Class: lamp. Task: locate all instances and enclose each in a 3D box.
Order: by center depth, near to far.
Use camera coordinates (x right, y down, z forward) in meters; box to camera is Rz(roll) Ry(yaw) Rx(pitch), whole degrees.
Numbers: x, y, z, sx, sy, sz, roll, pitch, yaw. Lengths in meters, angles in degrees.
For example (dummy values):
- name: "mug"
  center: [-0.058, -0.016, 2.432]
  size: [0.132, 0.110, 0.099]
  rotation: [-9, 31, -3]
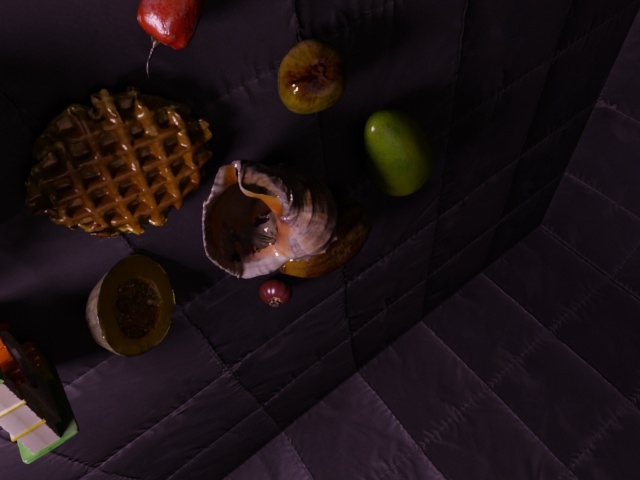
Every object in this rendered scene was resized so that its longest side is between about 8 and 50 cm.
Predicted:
- name: "lamp"
  center: [-0.135, 0.155, 1.426]
  size: [0.101, 0.090, 0.101]
  rotation: [2, 148, 1]

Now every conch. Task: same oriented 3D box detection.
- name: "conch"
  center: [-0.132, -0.066, 1.065]
  size: [0.297, 0.210, 0.352]
  rotation: [-43, 130, 1]

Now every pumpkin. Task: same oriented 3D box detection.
- name: "pumpkin"
  center: [-0.429, 0.148, 1.036]
  size: [0.110, 0.217, 0.217]
  rotation: [-11, 159, 23]

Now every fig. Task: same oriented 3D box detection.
- name: "fig"
  center: [-0.019, -0.320, 0.940]
  size: [0.153, 0.120, 0.136]
  rotation: [-36, 116, 25]

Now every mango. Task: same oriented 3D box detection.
- name: "mango"
  center: [0.200, -0.234, 1.277]
  size: [0.192, 0.156, 0.343]
  rotation: [-53, 146, -1]

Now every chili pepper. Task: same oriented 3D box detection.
- name: "chili pepper"
  center: [-0.229, -0.335, 0.715]
  size: [0.086, 0.084, 0.192]
  rotation: [14, 114, -37]

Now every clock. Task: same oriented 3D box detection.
- name: "clock"
  center: [-0.592, 0.259, 0.903]
  size: [0.106, 0.220, 0.255]
  rotation: [-30, 139, -24]

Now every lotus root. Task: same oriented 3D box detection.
- name: "lotus root"
  center: [-0.006, -0.005, 1.308]
  size: [0.291, 0.193, 0.193]
  rotation: [-35, 149, -25]

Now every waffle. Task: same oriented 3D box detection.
- name: "waffle"
  center: [-0.343, -0.125, 0.854]
  size: [0.325, 0.068, 0.302]
  rotation: [12, 119, -53]
